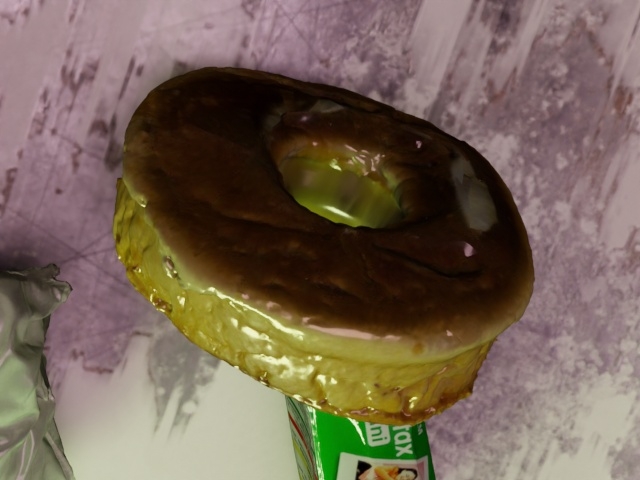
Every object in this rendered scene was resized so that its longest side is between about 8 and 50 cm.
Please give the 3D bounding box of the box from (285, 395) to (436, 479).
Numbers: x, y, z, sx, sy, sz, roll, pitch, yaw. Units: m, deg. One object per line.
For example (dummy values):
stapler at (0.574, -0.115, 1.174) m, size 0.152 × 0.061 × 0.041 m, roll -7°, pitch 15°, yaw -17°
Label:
box at (0.036, 0.190, 1.167) m, size 0.103 × 0.180 × 0.250 m, roll -11°, pitch 109°, yaw -8°

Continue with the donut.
donut at (0.000, 0.000, 1.055) m, size 0.330 × 0.330 × 0.160 m, roll 5°, pitch 136°, yaw -16°

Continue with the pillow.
pillow at (-0.343, 0.148, 1.076) m, size 0.310 × 0.138 × 0.283 m, roll -2°, pitch 114°, yaw -13°
